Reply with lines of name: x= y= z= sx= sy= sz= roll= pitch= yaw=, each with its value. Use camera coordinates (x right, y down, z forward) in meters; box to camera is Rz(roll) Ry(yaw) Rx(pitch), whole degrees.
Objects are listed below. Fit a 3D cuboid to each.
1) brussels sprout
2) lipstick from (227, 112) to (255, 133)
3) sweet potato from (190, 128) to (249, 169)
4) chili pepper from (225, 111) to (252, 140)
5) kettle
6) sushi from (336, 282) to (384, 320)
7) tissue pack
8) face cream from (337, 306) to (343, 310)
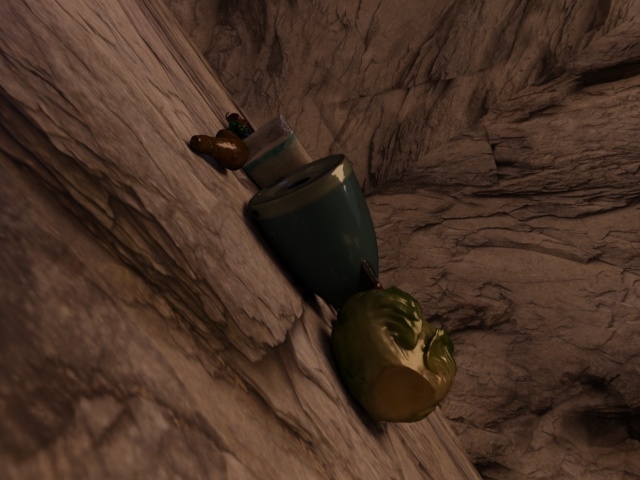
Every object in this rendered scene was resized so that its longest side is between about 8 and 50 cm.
brussels sprout: x=0.149 y=0.229 z=0.965 sx=0.259 sy=0.227 sz=0.294 roll=40 pitch=16 yaw=-13
lipstick: x=-0.271 y=-0.389 z=1.800 sx=0.081 sy=0.081 sz=0.299 roll=58 pitch=3 yaw=26
sweet potato: x=-0.220 y=-0.208 z=1.089 sx=0.108 sy=0.079 sz=0.346 roll=27 pitch=11 yaw=-8
chili pepper: x=-0.236 y=-0.355 z=1.597 sx=0.279 sy=0.122 sz=0.065 roll=26 pitch=-20 yaw=13
kettle: x=0.000 y=0.000 z=1.139 sx=0.319 sy=0.247 sz=0.342 roll=9 pitch=-49 yaw=59
sushi: x=0.175 y=0.269 z=1.227 sx=0.343 sy=0.182 sz=0.196 roll=60 pitch=-2 yaw=14
tissue pack: x=-0.130 y=-0.246 z=1.532 sx=0.271 sy=0.201 sz=0.124 roll=48 pitch=13 yaw=-54
face cream: x=0.017 y=0.106 z=1.333 sx=0.273 sy=0.078 sz=0.078 roll=56 pitch=4 yaw=-3
